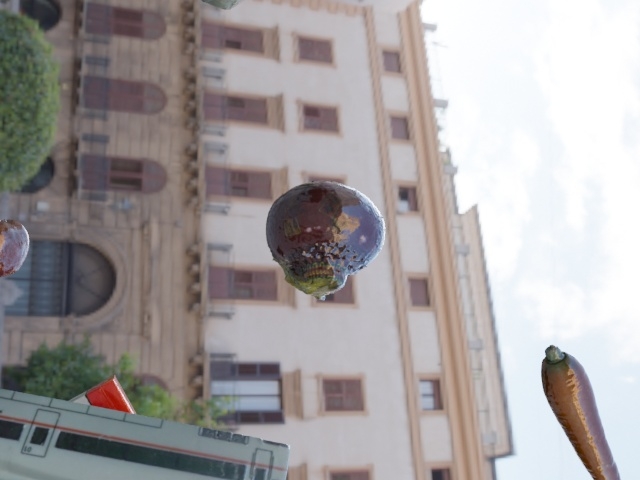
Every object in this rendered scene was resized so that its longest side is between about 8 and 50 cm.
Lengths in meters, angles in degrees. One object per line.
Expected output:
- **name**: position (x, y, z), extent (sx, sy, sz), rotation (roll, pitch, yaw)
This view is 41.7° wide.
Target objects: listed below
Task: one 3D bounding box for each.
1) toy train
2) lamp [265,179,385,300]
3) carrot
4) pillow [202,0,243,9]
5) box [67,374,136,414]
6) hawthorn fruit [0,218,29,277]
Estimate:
- **toy train**: position (-0.235, 0.202, 0.768), extent (0.086, 0.406, 0.088), rotation (105, -5, -46)
- **lamp**: position (0.005, 0.000, 1.090), extent (0.157, 0.156, 0.135), rotation (83, 10, -56)
- **carrot**: position (0.192, 0.136, 0.612), extent (0.142, 0.035, 0.035), rotation (65, -17, -12)
- **pillow**: position (-0.049, -0.446, 0.981), extent (0.322, 0.119, 0.255), rotation (-70, -165, -11)
- **box**: position (-0.369, 0.295, 1.326), extent (0.100, 0.152, 0.048), rotation (63, -12, -9)
- **hawthorn fruit**: position (-0.376, 0.024, 0.975), extent (0.066, 0.066, 0.103), rotation (174, -77, -69)
